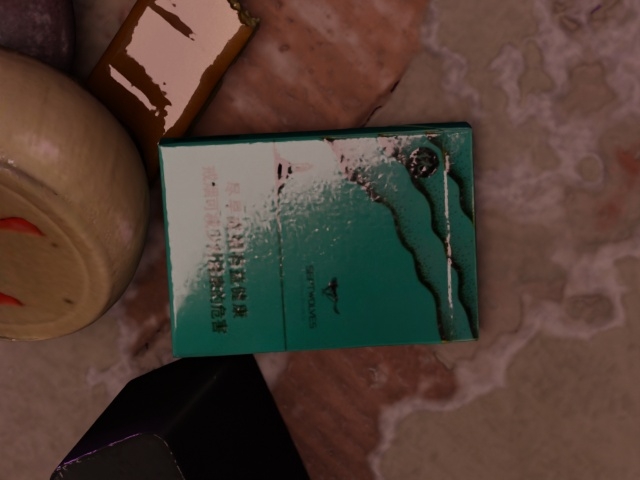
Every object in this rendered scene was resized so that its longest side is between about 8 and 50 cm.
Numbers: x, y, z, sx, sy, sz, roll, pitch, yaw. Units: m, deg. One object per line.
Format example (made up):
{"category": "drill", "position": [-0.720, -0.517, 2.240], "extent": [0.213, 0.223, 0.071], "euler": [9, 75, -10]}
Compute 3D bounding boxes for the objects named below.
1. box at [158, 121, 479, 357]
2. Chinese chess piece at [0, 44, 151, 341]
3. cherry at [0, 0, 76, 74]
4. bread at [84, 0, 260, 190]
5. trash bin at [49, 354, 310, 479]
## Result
{"category": "box", "position": [0.000, 0.000, 1.383], "extent": [0.226, 0.042, 0.161], "euler": [-4, 103, -1]}
{"category": "Chinese chess piece", "position": [-0.245, -0.032, 1.356], "extent": [0.250, 0.103, 0.250], "euler": [10, 143, 8]}
{"category": "cherry", "position": [-0.268, -0.166, 1.391], "extent": [0.188, 0.115, 0.148], "euler": [24, 125, 11]}
{"category": "bread", "position": [-0.104, -0.144, 1.396], "extent": [0.088, 0.049, 0.226], "euler": [36, 103, 3]}
{"category": "trash bin", "position": [-0.094, 0.184, 1.361], "extent": [0.115, 0.225, 0.165], "euler": [-22, 95, 12]}
